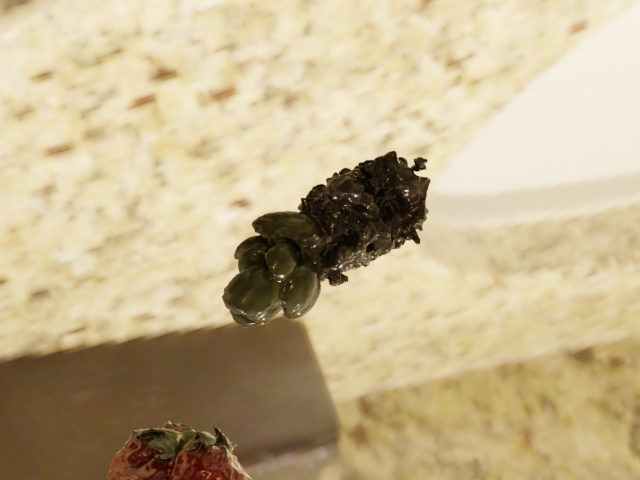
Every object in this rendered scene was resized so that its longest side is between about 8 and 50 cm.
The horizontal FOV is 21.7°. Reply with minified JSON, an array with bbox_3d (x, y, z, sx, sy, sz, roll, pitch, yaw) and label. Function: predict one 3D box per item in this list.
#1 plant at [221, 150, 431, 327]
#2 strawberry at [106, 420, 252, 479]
[{"bbox_3d":[0.000,0.000,1.090,0.174,0.087,0.085,-37,153,-26],"label":"plant"},{"bbox_3d":[-0.113,0.221,1.328,0.131,0.148,0.131,-1,180,0],"label":"strawberry"}]
